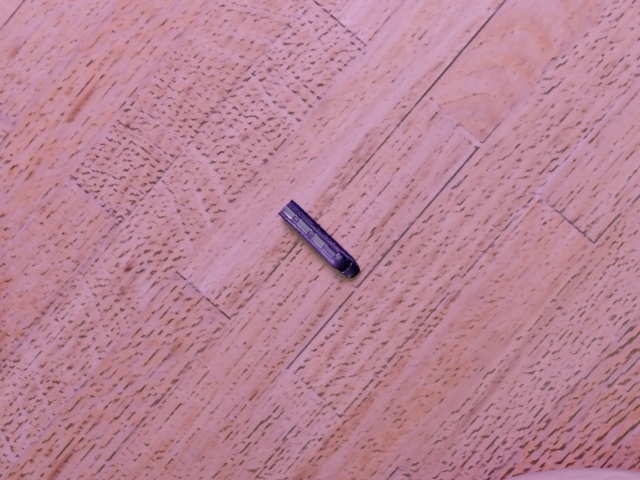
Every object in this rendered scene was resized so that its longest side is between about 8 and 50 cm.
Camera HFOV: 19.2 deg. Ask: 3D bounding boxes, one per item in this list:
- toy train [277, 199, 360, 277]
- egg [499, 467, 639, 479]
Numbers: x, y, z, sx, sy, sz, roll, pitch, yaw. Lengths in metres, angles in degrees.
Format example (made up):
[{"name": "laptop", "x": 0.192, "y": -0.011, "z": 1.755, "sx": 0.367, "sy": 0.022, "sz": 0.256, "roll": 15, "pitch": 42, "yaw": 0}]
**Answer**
[{"name": "toy train", "x": 0.000, "y": 0.000, "z": 1.579, "sx": 0.083, "sy": 0.017, "sz": 0.017, "roll": 44, "pitch": 100, "yaw": 3}, {"name": "egg", "x": 0.199, "y": 0.311, "z": 1.436, "sx": 0.345, "sy": 0.283, "sz": 0.283, "roll": 5, "pitch": 94, "yaw": 16}]
